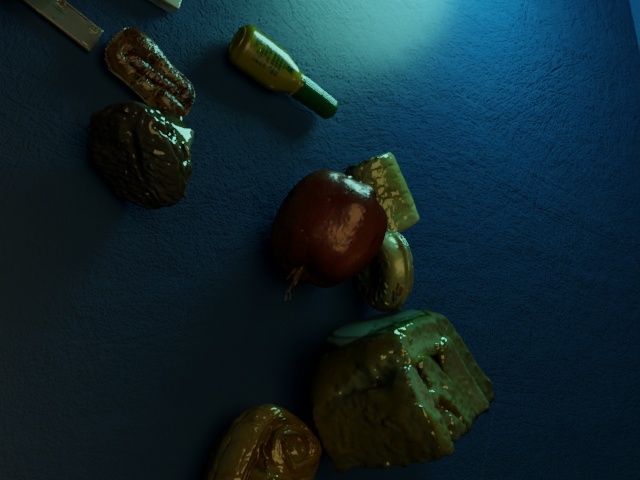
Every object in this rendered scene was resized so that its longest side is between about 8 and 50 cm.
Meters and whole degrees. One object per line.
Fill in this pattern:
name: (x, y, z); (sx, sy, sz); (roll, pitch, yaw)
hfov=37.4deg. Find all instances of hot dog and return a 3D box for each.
hot dog: (-0.304, -0.298, 1.700); (0.191, 0.059, 0.108); (46, 58, -25)

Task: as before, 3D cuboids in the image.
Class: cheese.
cheese: (0.132, -0.096, 1.993); (0.123, 0.094, 0.167); (-26, 96, -43)

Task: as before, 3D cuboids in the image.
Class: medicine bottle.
medicine bottle: (-0.069, -0.330, 1.902); (0.261, 0.064, 0.094); (32, 61, -30)

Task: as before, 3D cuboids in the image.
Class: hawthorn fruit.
hawthorn fruit: (0.000, 0.000, 1.787); (0.211, 0.211, 0.299); (45, 60, -23)

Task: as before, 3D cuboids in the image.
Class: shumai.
shumai: (-0.287, -0.170, 1.620); (0.175, 0.166, 0.205); (-58, 141, -44)

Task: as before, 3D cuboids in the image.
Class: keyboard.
keyboard: (-0.453, -0.394, 1.624); (0.166, 0.017, 0.055); (37, 62, -27)

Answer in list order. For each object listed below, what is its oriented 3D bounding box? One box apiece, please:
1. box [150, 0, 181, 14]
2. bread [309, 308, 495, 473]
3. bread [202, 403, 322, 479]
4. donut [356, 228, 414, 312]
box: (-0.352, -0.534, 1.735); (0.245, 0.035, 0.139); (29, 62, -33)
bread: (0.158, 0.259, 1.813); (0.395, 0.239, 0.263); (-22, 91, -60)
bread: (-0.104, 0.406, 1.641); (0.198, 0.120, 0.236); (42, 54, -26)
donut: (0.123, 0.061, 1.898); (0.068, 0.175, 0.174); (0, 79, -28)
